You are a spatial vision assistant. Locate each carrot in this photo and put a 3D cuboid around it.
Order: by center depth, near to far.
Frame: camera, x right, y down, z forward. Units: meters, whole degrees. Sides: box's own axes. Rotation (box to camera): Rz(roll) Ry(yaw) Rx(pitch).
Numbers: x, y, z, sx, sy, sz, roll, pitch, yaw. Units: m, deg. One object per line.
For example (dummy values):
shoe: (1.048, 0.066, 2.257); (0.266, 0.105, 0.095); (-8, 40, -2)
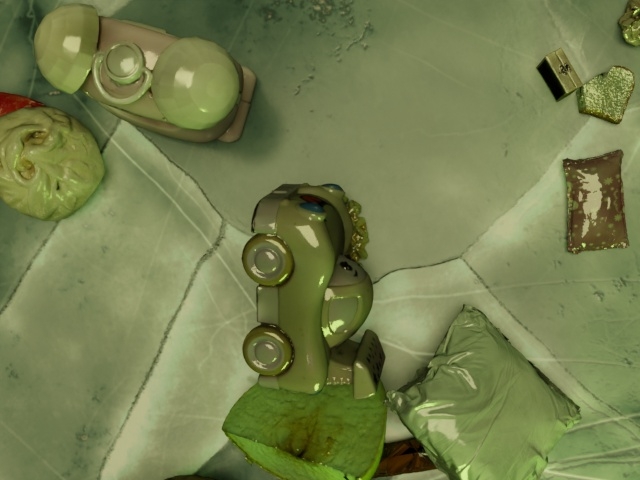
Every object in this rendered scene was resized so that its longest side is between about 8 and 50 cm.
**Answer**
carrot: (0.140, 0.404, 1.342); (0.229, 0.069, 0.069); (-11, 89, 6)

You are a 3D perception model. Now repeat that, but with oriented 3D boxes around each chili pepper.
chili pepper: (-0.597, -0.247, 1.408); (0.123, 0.073, 0.070); (11, 132, 7)

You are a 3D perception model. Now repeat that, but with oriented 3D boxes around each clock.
clock: (-0.288, -0.285, 1.251); (0.342, 0.326, 0.184); (12, 92, 5)

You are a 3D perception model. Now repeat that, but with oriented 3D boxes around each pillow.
pillow: (0.292, 0.296, 1.273); (0.283, 0.138, 0.310); (-41, 89, -23)
pillow: (0.506, -0.070, 1.317); (0.118, 0.043, 0.185); (-6, 89, 3)

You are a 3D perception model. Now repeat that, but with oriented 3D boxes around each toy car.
toy car: (0.002, 0.082, 1.234); (0.226, 0.242, 0.336); (5, 105, 11)

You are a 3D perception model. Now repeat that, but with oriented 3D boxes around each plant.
plant: (0.590, -0.407, 1.277); (0.104, 0.122, 0.116); (7, 97, 16)

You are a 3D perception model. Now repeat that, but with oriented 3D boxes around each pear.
pear: (0.003, 0.327, 1.318); (0.288, 0.139, 0.239); (11, 52, 25)

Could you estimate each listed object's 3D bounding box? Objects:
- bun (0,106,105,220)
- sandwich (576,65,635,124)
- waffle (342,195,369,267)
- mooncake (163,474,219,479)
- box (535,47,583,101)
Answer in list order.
bun: (-0.525, -0.140, 1.340); (0.231, 0.133, 0.231); (-1, 109, -4)
sandwich: (0.524, -0.275, 1.320); (0.093, 0.036, 0.105); (24, 91, 6)
waffle: (0.000, 0.000, 1.367); (0.183, 0.036, 0.169); (-3, 91, 6)
mooncake: (-0.267, 0.646, 1.258); (0.394, 0.246, 0.393); (48, 110, 17)
box: (0.433, -0.299, 1.305); (0.035, 0.083, 0.079); (-30, 86, 4)
